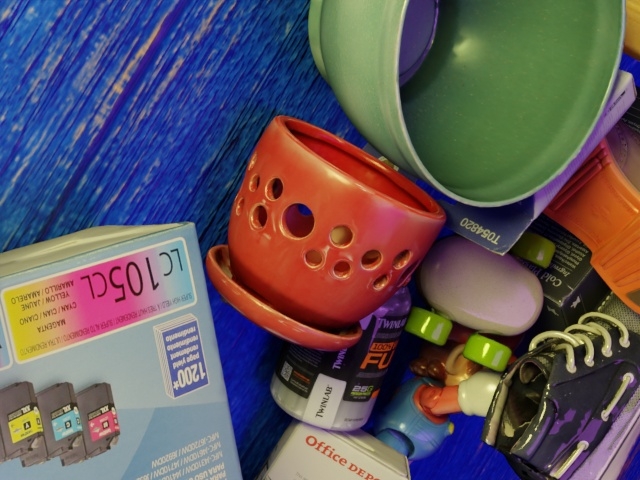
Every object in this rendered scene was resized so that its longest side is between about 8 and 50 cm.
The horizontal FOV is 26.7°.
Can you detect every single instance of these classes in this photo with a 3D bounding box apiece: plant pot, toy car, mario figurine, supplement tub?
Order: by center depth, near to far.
[{"bbox_3d":[0.112,-0.195,1.248,0.293,0.196,0.293,-16,115,-37],"label":"plant pot"},{"bbox_3d":[0.000,0.000,1.287,0.191,0.191,0.174,10,112,-53],"label":"plant pot"},{"bbox_3d":[0.026,0.098,1.451,0.117,0.117,0.190,-1,117,-50],"label":"supplement tub"},{"bbox_3d":[0.158,0.049,1.543,0.148,0.188,0.155,25,86,-14],"label":"toy car"},{"bbox_3d":[0.147,0.223,1.633,0.320,0.198,0.170,-49,131,-6],"label":"mario figurine"}]

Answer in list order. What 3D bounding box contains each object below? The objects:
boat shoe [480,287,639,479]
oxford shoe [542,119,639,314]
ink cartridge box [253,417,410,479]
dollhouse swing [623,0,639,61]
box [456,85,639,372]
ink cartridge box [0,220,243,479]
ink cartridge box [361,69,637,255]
[{"bbox_3d":[0.310,0.132,1.521,0.158,0.127,0.341,36,75,-36],"label":"boat shoe"},{"bbox_3d":[0.312,-0.080,1.515,0.130,0.364,0.132,-37,176,42],"label":"oxford shoe"},{"bbox_3d":[-0.007,0.296,1.508,0.191,0.139,0.082,-58,-176,9],"label":"ink cartridge box"},{"bbox_3d":[0.393,-0.353,1.402,0.347,0.305,0.315,-55,145,-4],"label":"dollhouse swing"},{"bbox_3d":[0.364,0.022,1.749,0.312,0.179,0.343,-47,143,-16],"label":"box"},{"bbox_3d":[-0.206,0.205,1.092,0.270,0.151,0.396,-18,103,-42],"label":"ink cartridge box"},{"bbox_3d":[0.165,-0.119,1.367,0.224,0.223,0.045,-49,144,-15],"label":"ink cartridge box"}]
